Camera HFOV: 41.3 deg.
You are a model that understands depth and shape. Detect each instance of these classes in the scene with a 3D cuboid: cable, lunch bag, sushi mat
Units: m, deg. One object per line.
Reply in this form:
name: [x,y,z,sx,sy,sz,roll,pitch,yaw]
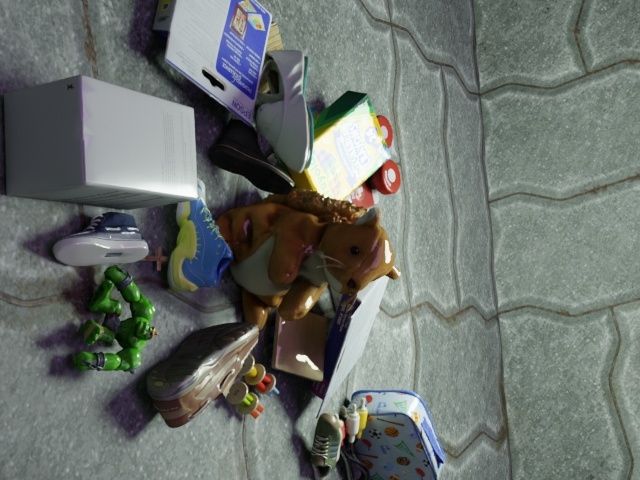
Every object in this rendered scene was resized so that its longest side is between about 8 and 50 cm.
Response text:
cable: [0.074,0.553,2.225,0.140,0.072,0.287,-22,114,-30]
lunch bag: [0.210,0.544,2.319,0.303,0.243,0.115,66,32,-27]
sushi mat: [-0.160,-0.437,2.093,0.316,0.019,0.151,-46,125,-55]

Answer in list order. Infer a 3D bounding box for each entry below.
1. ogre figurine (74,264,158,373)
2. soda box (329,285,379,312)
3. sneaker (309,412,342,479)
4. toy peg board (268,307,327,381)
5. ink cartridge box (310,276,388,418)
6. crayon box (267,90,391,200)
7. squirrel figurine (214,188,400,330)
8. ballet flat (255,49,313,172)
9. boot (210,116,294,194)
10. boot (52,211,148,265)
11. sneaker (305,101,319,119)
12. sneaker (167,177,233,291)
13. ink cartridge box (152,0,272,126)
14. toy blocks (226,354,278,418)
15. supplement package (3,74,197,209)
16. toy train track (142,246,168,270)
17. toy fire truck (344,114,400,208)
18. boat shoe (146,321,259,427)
ogre figurine: [-0.356,0.151,1.507,0.118,0.097,0.197,34,34,-35]
soda box: [0.077,0.087,2.340,0.098,0.091,0.286,-36,115,-59]
sneaker: [0.010,0.520,2.099,0.086,0.064,0.192,-55,153,-44]
toy peg board: [-0.071,0.251,2.058,0.161,0.079,0.161,24,61,-41]
ink cartridge box: [0.066,0.233,2.147,0.330,0.072,0.324,-42,154,-58]
crayon box: [0.024,-0.207,2.160,0.323,0.083,0.203,-43,129,-23]
squirrel figurine: [0.000,0.000,1.912,0.397,0.371,0.280,-57,132,-51]
ballet flat: [-0.093,-0.310,1.985,0.139,0.139,0.400,53,24,-43]
boot: [-0.139,-0.199,1.937,0.198,0.077,0.137,29,46,-16]
boot: [-0.399,-0.007,1.504,0.190,0.069,0.086,5,50,-52]
sneaker: [-0.078,-0.315,2.167,0.229,0.087,0.092,-6,71,-62]
sneaker: [-0.231,-0.008,1.725,0.091,0.126,0.240,75,21,-77]
ink cartridge box: [-0.238,-0.449,1.876,0.304,0.072,0.307,34,60,-50]
toy blocks: [-0.144,0.341,1.898,0.148,0.054,0.123,52,40,-45]
supplement package: [-0.370,-0.157,1.457,0.293,0.175,0.177,7,79,-62]
toy train track: [-0.332,0.035,1.660,0.083,0.014,0.048,5,86,-56]
toy fire truck: [0.078,-0.219,2.347,0.254,0.170,0.302,-21,101,-54]
boat shoe: [-0.228,0.263,1.706,0.324,0.123,0.116,-34,121,-53]
